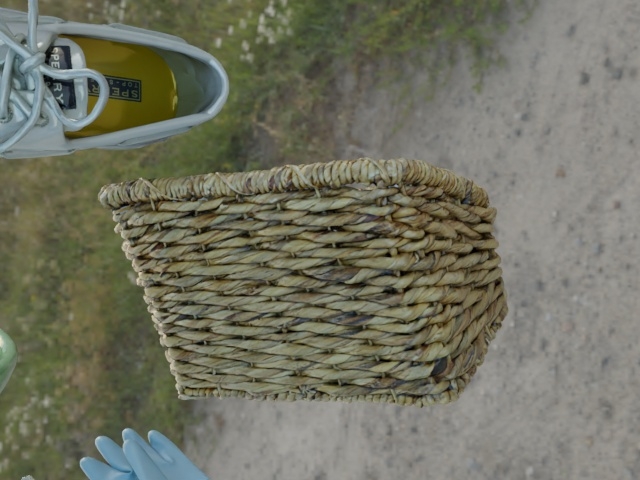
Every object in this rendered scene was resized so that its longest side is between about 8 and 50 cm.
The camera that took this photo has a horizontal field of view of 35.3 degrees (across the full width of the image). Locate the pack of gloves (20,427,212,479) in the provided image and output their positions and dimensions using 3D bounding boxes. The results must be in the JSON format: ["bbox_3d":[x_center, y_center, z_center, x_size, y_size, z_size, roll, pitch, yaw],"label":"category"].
[{"bbox_3d":[-0.145,0.226,0.766,0.232,0.195,0.046,32,129,33],"label":"pack of gloves"}]

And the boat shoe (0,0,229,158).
[{"bbox_3d":[-0.213,-0.114,0.733,0.156,0.367,0.135,-2,90,44],"label":"boat shoe"}]

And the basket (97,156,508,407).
[{"bbox_3d":[0.000,0.000,0.896,0.299,0.213,0.223,-4,115,31],"label":"basket"}]

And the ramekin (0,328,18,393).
[{"bbox_3d":[-0.389,0.121,0.728,0.303,0.303,0.148,23,99,60],"label":"ramekin"}]
